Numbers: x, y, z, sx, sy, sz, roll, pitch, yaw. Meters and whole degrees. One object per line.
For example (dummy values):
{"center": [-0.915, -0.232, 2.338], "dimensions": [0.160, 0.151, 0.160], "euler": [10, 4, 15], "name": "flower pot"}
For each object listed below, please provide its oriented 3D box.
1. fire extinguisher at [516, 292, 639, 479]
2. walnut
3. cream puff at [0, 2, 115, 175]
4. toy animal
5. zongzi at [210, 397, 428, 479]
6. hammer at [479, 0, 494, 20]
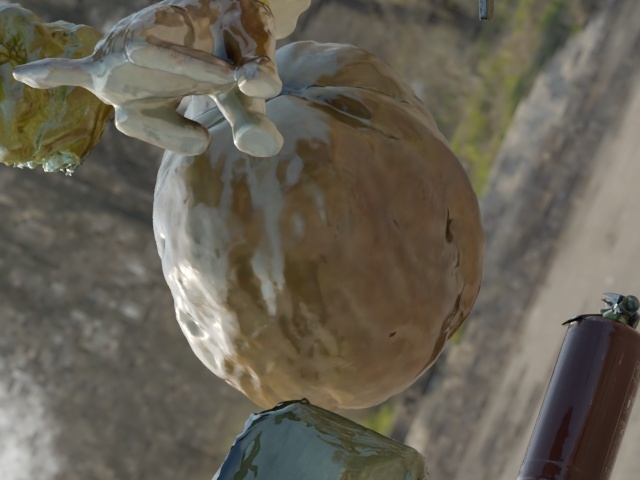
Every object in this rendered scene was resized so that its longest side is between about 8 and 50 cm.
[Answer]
{"center": [0.282, 0.166, 2.038], "dimensions": [0.105, 0.105, 0.269], "euler": [118, 173, -69], "name": "fire extinguisher"}
{"center": [-0.003, 0.001, 1.730], "dimensions": [0.306, 0.306, 0.344], "euler": [-69, -37, -47], "name": "walnut"}
{"center": [-0.235, -0.119, 1.483], "dimensions": [0.156, 0.156, 0.121], "euler": [-76, 6, -79], "name": "cream puff"}
{"center": [-0.101, -0.158, 1.319], "dimensions": [0.104, 0.184, 0.185], "euler": [101, 179, -53], "name": "toy animal"}
{"center": [-0.062, 0.329, 1.390], "dimensions": [0.356, 0.174, 0.393], "euler": [-58, -7, -21], "name": "zongzi"}
{"center": [0.149, -0.338, 1.712], "dimensions": [0.029, 0.058, 0.292], "euler": [-6, 82, 51], "name": "hammer"}
